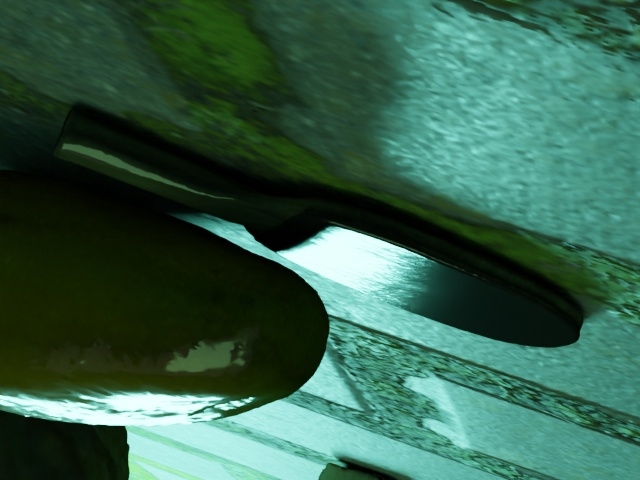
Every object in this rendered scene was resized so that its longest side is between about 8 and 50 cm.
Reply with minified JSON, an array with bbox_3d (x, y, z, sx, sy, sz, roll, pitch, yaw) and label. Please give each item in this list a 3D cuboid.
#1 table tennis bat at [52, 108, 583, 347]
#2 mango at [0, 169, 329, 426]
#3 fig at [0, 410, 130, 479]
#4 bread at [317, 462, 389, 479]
[{"bbox_3d":[0.000,0.000,0.847,0.246,0.022,0.138,23,168,-10],"label":"table tennis bat"},{"bbox_3d":[-0.110,0.030,0.929,0.316,0.119,0.176,3,161,47],"label":"mango"},{"bbox_3d":[-0.234,0.128,1.405,0.286,0.286,0.368,28,135,-27],"label":"fig"},{"bbox_3d":[0.051,0.224,1.653,0.068,0.028,0.154,15,167,25],"label":"bread"}]
